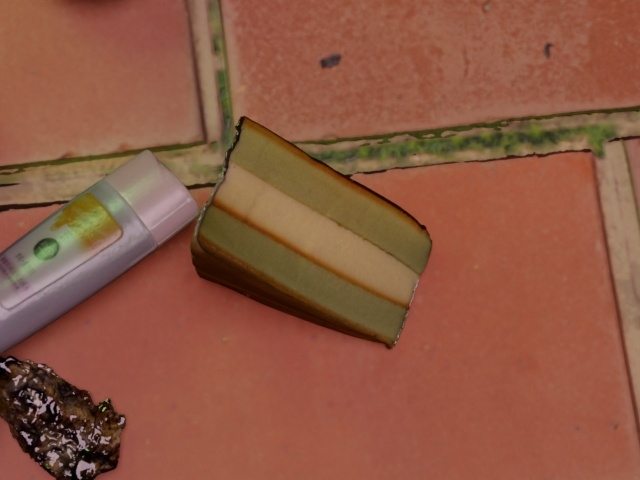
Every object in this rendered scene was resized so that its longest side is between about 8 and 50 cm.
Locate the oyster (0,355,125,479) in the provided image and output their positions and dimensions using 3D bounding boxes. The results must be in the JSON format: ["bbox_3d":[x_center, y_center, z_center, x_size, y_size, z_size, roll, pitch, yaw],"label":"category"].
[{"bbox_3d":[-0.219,0.143,1.155,0.132,0.029,0.086,20,78,-3],"label":"oyster"}]

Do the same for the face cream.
[{"bbox_3d":[-0.195,0.008,1.162,0.198,0.057,0.084,-38,57,-13],"label":"face cream"}]

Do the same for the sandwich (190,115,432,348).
[{"bbox_3d":[0.000,0.000,1.151,0.187,0.144,0.117,21,80,-2],"label":"sandwich"}]
